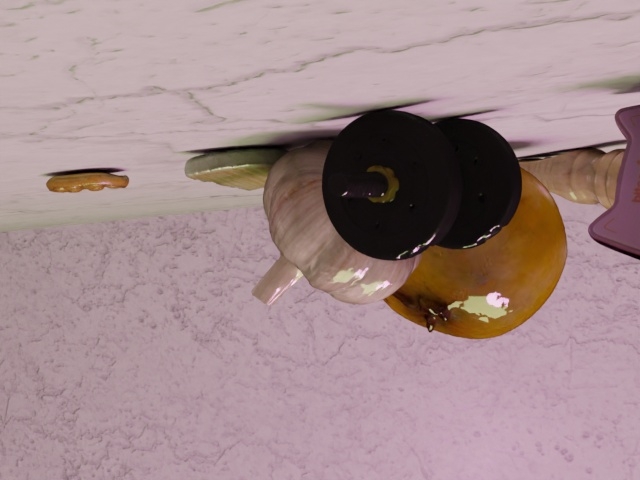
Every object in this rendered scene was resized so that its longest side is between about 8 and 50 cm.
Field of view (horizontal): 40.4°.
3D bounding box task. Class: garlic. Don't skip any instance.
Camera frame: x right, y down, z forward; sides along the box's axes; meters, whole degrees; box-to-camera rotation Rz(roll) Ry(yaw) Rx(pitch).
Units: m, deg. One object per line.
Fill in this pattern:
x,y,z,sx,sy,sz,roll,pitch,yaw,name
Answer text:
0.000,0.000,1.037,0.212,0.218,0.219,-44,161,27,garlic

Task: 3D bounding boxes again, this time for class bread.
-0.307,-0.078,1.154,0.110,0.024,0.110,-4,180,0,bread
-0.078,-0.096,1.087,0.112,0.036,0.193,-11,175,20,bread

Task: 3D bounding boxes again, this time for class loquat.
0.248,-0.008,1.430,0.328,0.328,0.359,-5,-135,46,loquat

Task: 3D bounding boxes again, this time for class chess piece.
0.486,-0.124,1.651,0.137,0.137,0.301,-6,-167,-35,chess piece

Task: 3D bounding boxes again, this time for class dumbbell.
0.106,-0.056,0.883,0.143,0.143,0.325,-5,-179,35,dumbbell

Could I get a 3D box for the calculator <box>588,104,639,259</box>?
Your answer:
0.406,-0.047,0.784,0.294,0.194,0.043,6,153,30,calculator
